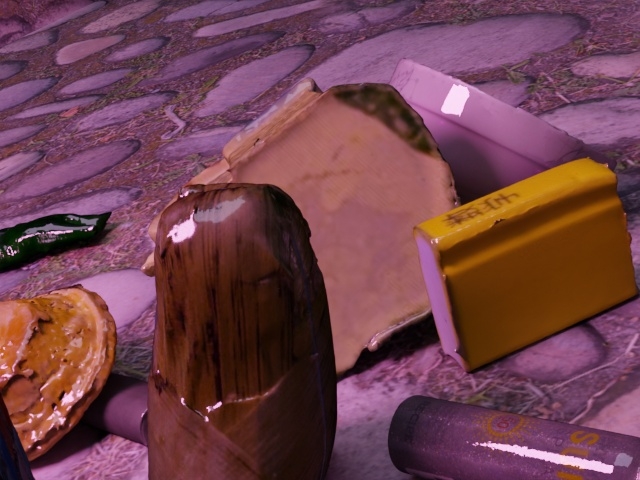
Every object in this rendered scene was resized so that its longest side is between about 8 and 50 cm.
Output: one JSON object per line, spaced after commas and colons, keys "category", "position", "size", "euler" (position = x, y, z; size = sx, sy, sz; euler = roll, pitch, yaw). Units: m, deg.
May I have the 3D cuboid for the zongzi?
{"category": "zongzi", "position": [-0.088, 0.149, 1.051], "size": [0.160, 0.323, 0.360], "euler": [0, 31, 15]}

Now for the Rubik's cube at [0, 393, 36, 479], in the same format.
{"category": "Rubik's cube", "position": [-0.355, 0.267, 0.986], "size": [0.293, 0.287, 0.292], "euler": [-19, 24, -8]}

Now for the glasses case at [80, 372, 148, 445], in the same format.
{"category": "glasses case", "position": [-0.227, 0.177, 1.420], "size": [0.191, 0.042, 0.072], "euler": [8, 26, 44]}

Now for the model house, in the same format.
{"category": "model house", "position": [-0.018, -0.015, 1.448], "size": [0.321, 0.261, 0.266], "euler": [-41, 15, -3]}

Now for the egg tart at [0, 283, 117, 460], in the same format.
{"category": "egg tart", "position": [-0.336, 0.138, 1.421], "size": [0.241, 0.106, 0.241], "euler": [-22, 44, 23]}

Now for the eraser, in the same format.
{"category": "eraser", "position": [0.213, 0.022, 1.325], "size": [0.226, 0.158, 0.069], "euler": [-23, 27, -14]}

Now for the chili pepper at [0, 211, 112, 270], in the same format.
{"category": "chili pepper", "position": [-0.420, -0.004, 1.921], "size": [0.224, 0.061, 0.098], "euler": [-19, 17, -2]}

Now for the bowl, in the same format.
{"category": "bowl", "position": [0.192, -0.093, 1.528], "size": [0.287, 0.143, 0.287], "euler": [26, 5, -2]}

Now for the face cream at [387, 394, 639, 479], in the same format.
{"category": "face cream", "position": [0.186, 0.187, 1.081], "size": [0.284, 0.073, 0.073], "euler": [6, 32, 41]}
